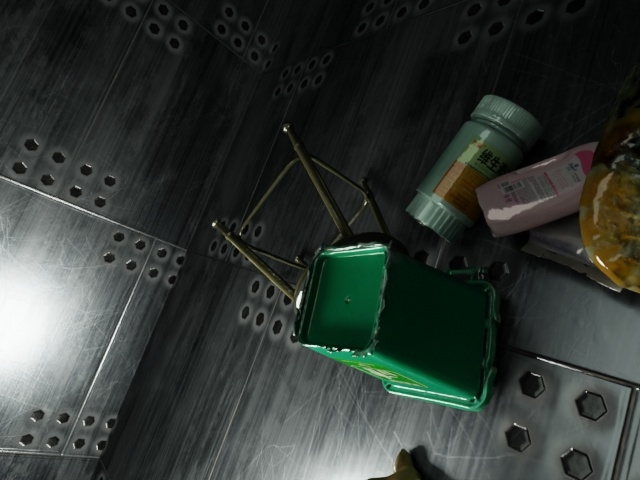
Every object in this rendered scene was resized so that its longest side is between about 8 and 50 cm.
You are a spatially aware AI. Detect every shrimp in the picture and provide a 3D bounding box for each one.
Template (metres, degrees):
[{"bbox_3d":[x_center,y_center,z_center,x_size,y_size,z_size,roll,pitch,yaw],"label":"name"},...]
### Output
[{"bbox_3d":[0.577,-0.128,0.684,0.271,0.085,0.446,10,86,15],"label":"shrimp"}]

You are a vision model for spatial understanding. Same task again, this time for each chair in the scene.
[{"bbox_3d":[0.000,0.000,1.144,0.365,0.361,0.410,-49,44,15],"label":"chair"}]

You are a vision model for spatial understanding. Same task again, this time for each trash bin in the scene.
[{"bbox_3d":[0.165,0.143,0.841,0.259,0.381,0.296,-6,63,45],"label":"trash bin"}]

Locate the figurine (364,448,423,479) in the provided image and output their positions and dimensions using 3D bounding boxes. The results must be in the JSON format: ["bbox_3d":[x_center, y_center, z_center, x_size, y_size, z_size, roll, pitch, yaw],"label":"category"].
[{"bbox_3d":[0.157,0.519,0.796,0.177,0.172,0.247,-56,39,9],"label":"figurine"}]

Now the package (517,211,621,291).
[{"bbox_3d":[0.529,-0.039,0.812,0.251,0.062,0.203,-50,38,-6],"label":"package"}]

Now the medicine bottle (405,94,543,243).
[{"bbox_3d":[0.344,-0.156,0.998,0.318,0.158,0.158,-54,39,10],"label":"medicine bottle"}]

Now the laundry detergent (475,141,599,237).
[{"bbox_3d":[0.475,-0.116,0.822,0.334,0.088,0.159,-23,37,21],"label":"laundry detergent"}]
